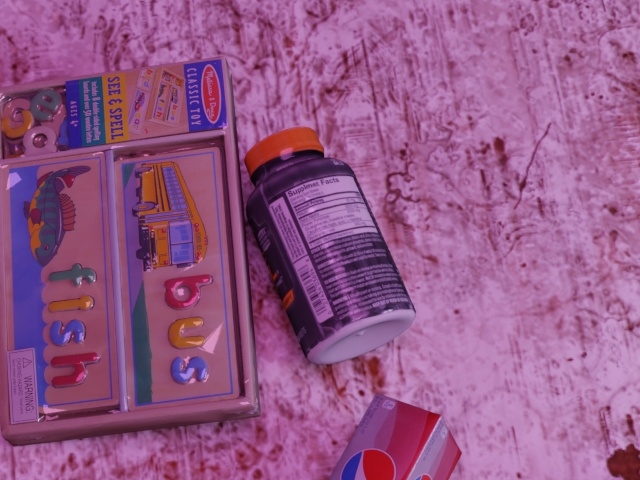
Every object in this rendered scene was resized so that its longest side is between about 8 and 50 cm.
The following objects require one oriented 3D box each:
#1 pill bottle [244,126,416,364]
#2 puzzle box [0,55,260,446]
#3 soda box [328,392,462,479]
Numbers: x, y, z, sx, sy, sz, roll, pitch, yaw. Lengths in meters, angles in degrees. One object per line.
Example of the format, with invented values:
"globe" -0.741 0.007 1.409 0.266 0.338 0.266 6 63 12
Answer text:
"pill bottle" 0.000 0.000 1.822 0.130 0.130 0.245 -19 71 -12
"puzzle box" -0.214 0.007 1.813 0.272 0.052 0.409 -8 69 3
"soda box" 0.044 0.294 1.717 0.083 0.092 0.263 17 65 30
